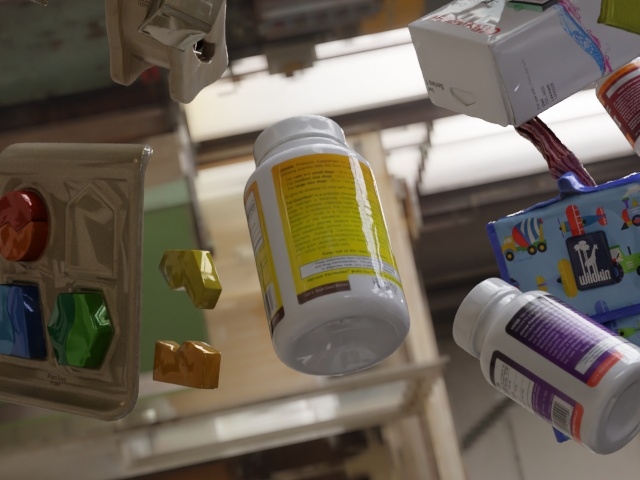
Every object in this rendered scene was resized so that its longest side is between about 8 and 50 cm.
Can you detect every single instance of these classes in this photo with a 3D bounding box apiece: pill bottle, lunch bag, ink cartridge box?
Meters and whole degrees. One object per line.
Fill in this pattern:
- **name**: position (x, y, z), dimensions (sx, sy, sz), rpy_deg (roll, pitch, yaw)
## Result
- **pill bottle**: position (0.000, 0.000, 1.485), dimensions (0.117, 0.117, 0.215), rpy_deg (86, -8, -56)
- **lunch bag**: position (0.335, 0.054, 1.971), dimensions (0.293, 0.221, 0.138), rpy_deg (67, 27, -11)
- **pill bottle**: position (0.438, -0.164, 2.306), dimensions (0.152, 0.086, 0.086), rpy_deg (59, -14, 28)
- **ink cartridge box**: position (0.280, -0.265, 2.162), dimensions (0.201, 0.278, 0.117), rpy_deg (26, -38, 59)
- **pill bottle**: position (0.223, 0.114, 1.673), dimensions (0.193, 0.108, 0.108), rpy_deg (34, -35, 36)

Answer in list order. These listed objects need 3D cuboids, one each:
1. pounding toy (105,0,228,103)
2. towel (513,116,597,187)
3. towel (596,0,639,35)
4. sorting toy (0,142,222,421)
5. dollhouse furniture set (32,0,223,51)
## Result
- **pounding toy**: position (-0.163, -0.265, 1.599), dimensions (0.269, 0.155, 0.154), rpy_deg (92, 22, -49)
- **towel**: position (0.356, -0.010, 2.150), dimensions (0.329, 0.037, 0.237), rpy_deg (52, 6, -18)
- **towel**: position (0.344, -0.205, 1.494), dimensions (0.021, 0.237, 0.102), rpy_deg (-9, -109, 63)
- **sorting toy**: position (-0.192, 0.032, 1.439), dimensions (0.307, 0.041, 0.229), rpy_deg (4, -91, 47)
- **dollhouse furniture set**: position (-0.179, -0.280, 1.384), dimensions (0.161, 0.242, 0.212), rpy_deg (-69, -165, -10)
